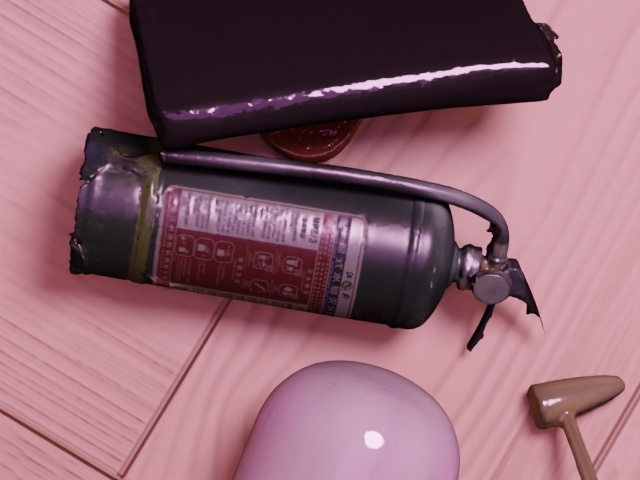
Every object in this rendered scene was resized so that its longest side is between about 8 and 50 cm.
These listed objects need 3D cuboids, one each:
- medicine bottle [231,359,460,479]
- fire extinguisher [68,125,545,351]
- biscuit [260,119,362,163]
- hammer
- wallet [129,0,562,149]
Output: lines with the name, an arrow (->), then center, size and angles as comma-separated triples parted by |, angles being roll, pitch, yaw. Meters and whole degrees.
medicine bottle -> -0.020, 0.235, 1.116 | 0.130, 0.130, 0.341 | 21, 86, -1
fire extinguisher -> 0.000, 0.000, 1.151 | 0.294, 0.093, 0.118 | 10, 124, -2
biscuit -> -0.007, -0.095, 1.196 | 0.078, 0.015, 0.091 | 29, 84, 2
hammer -> 0.176, 0.162, 1.136 | 0.060, 0.028, 0.195 | -9, 52, -7
wallet -> 0.013, -0.121, 1.149 | 0.250, 0.044, 0.149 | -10, 44, -8
